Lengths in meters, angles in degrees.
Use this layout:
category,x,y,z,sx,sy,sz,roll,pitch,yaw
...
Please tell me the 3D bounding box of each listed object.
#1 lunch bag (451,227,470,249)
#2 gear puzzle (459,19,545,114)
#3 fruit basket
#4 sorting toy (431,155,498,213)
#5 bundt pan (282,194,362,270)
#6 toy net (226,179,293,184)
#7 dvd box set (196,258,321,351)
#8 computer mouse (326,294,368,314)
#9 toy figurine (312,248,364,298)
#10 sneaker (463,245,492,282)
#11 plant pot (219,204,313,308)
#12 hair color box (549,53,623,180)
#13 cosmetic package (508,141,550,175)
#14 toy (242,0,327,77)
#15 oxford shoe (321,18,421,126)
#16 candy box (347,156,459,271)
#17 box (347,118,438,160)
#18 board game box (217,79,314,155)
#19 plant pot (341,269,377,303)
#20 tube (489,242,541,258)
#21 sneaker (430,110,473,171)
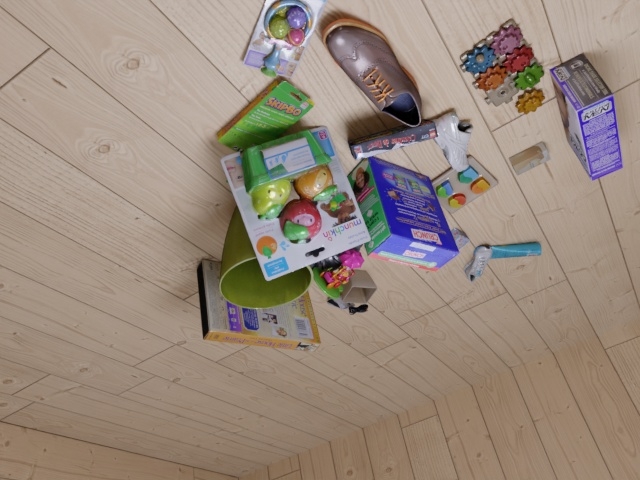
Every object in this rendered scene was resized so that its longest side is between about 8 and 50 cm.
category,x,y,z,sx,sy,sz,roll,pitch,yaw
lunch bag,0.501,0.001,2.138,0.071,0.053,0.083,21,122,-39
gear puzzle,0.526,-0.441,1.584,0.175,0.044,0.339,-33,138,24
fruit basket,-0.060,-0.111,1.556,0.327,0.353,0.165,-20,174,-17
sorting toy,0.471,-0.176,1.912,0.193,0.038,0.208,-35,138,26
bundt pan,0.000,0.000,1.931,0.331,0.124,0.331,-8,142,-6
toy net,-0.158,-0.192,1.706,0.232,0.045,0.122,-17,141,3
dvd box set,-0.217,0.229,2.008,0.420,0.307,0.062,12,133,-30
computer mouse,0.097,0.248,2.272,0.106,0.193,0.042,-5,103,-40
toy figurine,0.082,0.096,1.902,0.159,0.130,0.173,-41,157,19
sneaker,0.630,0.099,2.268,0.071,0.083,0.190,9,137,-5
plant pot,-0.180,0.013,1.752,0.275,0.293,0.275,-8,142,-6
hair color box,0.775,-0.347,1.662,0.110,0.185,0.339,-24,141,16
cosmetic package,0.677,-0.264,1.858,0.115,0.041,0.060,-28,140,19
toy,-0.079,-0.483,1.343,0.137,0.056,0.237,8,138,-27
oxford shoe,0.148,-0.414,1.434,0.130,0.132,0.364,-37,137,28
candy box,0.245,-0.080,1.739,0.268,0.317,0.122,15,135,-31
box,0.197,-0.284,1.603,0.233,0.159,0.044,-16,104,3
board game box,-0.147,-0.324,1.544,0.259,0.039,0.124,-33,139,28
plant pot,0.142,0.173,2.214,0.109,0.096,0.109,6,139,-22
tube,0.767,0.042,2.275,0.207,0.052,0.080,-4,134,0
sneaker,0.412,-0.293,1.708,0.115,0.090,0.232,-31,140,17
